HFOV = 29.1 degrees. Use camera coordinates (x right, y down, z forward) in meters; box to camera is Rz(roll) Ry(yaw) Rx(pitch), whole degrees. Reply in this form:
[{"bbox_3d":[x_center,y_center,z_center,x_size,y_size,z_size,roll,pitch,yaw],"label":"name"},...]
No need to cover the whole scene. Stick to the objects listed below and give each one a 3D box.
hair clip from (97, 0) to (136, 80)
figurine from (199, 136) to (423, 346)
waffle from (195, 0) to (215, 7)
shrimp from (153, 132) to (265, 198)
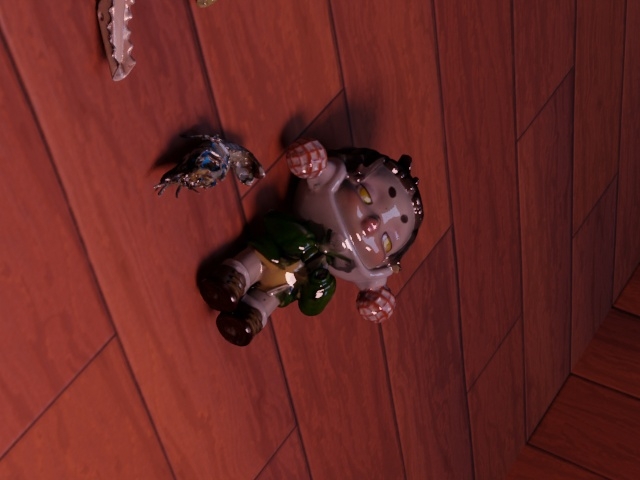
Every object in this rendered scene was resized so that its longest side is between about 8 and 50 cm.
[{"bbox_3d":[-0.201,-0.271,1.234,0.034,0.072,0.226,-22,136,-46],"label":"hair clip"},{"bbox_3d":[0.000,0.000,1.655,0.370,0.167,0.281,-38,112,-32],"label":"figurine"},{"bbox_3d":[-0.102,-0.389,1.315,0.250,0.056,0.261,-58,155,-21],"label":"waffle"},{"bbox_3d":[-0.138,-0.089,1.469,0.082,0.076,0.174,-35,170,27],"label":"shrimp"}]
